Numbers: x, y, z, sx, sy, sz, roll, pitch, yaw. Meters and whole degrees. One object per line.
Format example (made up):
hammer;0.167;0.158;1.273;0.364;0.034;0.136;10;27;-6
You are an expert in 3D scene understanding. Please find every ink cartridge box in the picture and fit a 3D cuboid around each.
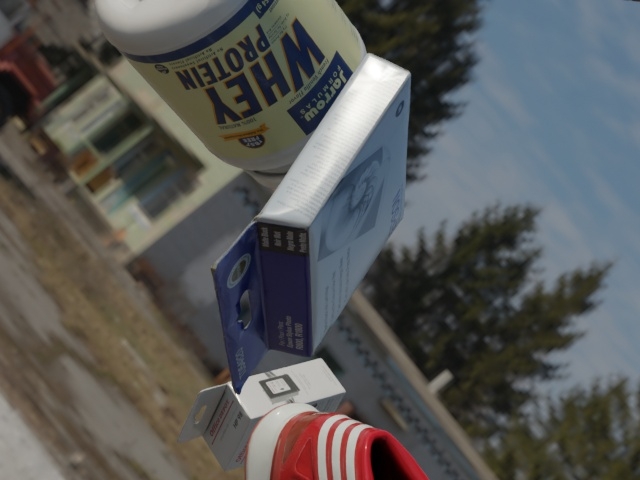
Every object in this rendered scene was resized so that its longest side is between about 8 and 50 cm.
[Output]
ink cartridge box;-0.070;0.211;1.696;0.060;0.180;0.104;53;-44;30
ink cartridge box;0.000;0.000;1.129;0.045;0.224;0.223;27;-25;16

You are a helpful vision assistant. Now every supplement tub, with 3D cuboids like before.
supplement tub;-0.088;-0.231;1.688;0.325;0.235;0.235;48;-2;-44

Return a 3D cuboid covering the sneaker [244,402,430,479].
sneaker;0.013;0.211;0.830;0.128;0.087;0.221;1;-82;54
